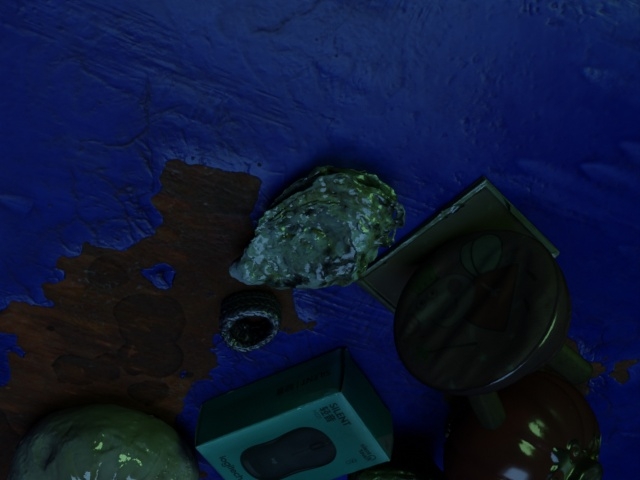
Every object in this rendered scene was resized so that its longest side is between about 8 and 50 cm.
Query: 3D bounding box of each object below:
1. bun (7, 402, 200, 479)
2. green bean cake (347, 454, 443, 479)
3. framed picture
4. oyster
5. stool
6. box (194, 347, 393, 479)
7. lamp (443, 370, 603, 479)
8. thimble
[{"bbox_3d":[-0.417,0.472,1.448,0.360,0.211,0.359,-1,123,-1],"label":"bun"},{"bbox_3d":[0.145,0.464,1.463,0.184,0.185,0.094,5,86,-2],"label":"green bean cake"},{"bbox_3d":[0.222,0.044,1.274,0.281,0.019,0.209,-38,117,23],"label":"framed picture"},{"bbox_3d":[0.000,0.000,1.190,0.198,0.112,0.267,30,122,-19],"label":"oyster"},{"bbox_3d":[0.265,0.136,1.183,0.272,0.272,0.178,-30,133,19],"label":"stool"},{"bbox_3d":[-0.047,0.348,1.422,0.311,0.118,0.205,-23,123,15],"label":"box"},{"bbox_3d":[0.346,0.371,1.348,0.303,0.257,0.303,-21,124,-36],"label":"lamp"},{"bbox_3d":[-0.116,0.137,1.309,0.104,0.066,0.095,-3,122,1],"label":"thimble"}]
